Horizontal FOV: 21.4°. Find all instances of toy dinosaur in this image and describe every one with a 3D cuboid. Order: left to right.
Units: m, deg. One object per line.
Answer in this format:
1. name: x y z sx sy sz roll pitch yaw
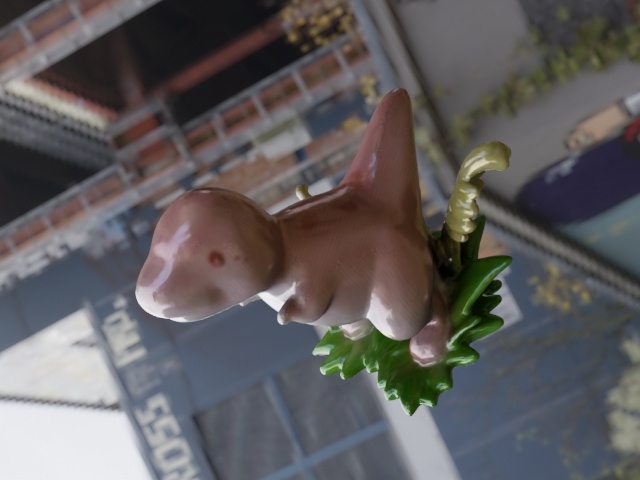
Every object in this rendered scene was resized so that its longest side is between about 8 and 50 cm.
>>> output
1. toy dinosaur: -0.003 -0.003 0.929 0.177 0.194 0.152 51 170 -36
